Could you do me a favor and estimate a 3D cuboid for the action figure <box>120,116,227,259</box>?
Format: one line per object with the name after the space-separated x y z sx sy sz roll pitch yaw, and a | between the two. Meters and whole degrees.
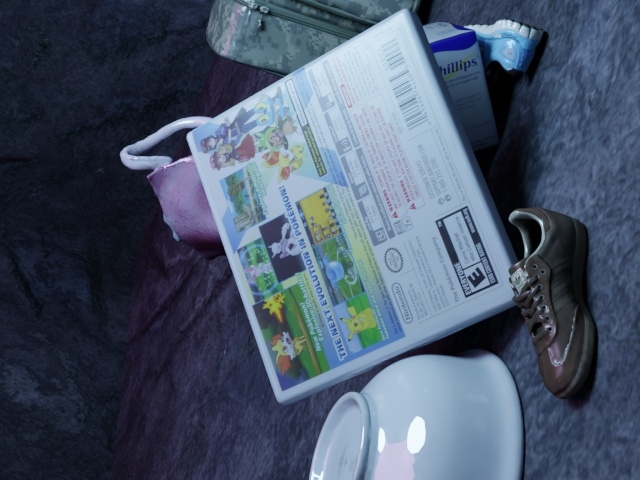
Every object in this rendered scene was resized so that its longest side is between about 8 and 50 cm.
-0.023 -0.094 1.428 0.248 0.276 0.370 -41 9 -35 | action figure

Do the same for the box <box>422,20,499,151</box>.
0.144 -0.178 1.393 0.126 0.072 0.137 -128 22 -71 | box

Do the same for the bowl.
0.073 0.237 1.199 0.298 0.134 0.298 -164 90 -75 | bowl

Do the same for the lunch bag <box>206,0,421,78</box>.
-0.002 -0.366 1.773 0.212 0.305 0.256 -124 52 -70 | lunch bag

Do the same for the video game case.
0.029 -0.032 1.262 0.300 0.036 0.329 -26 75 24 | video game case

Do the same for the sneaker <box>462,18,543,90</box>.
0.196 -0.211 1.380 0.162 0.063 0.073 -170 94 -74 | sneaker

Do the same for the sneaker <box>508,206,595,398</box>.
0.199 0.053 1.074 0.066 0.071 0.188 126 156 -49 | sneaker
